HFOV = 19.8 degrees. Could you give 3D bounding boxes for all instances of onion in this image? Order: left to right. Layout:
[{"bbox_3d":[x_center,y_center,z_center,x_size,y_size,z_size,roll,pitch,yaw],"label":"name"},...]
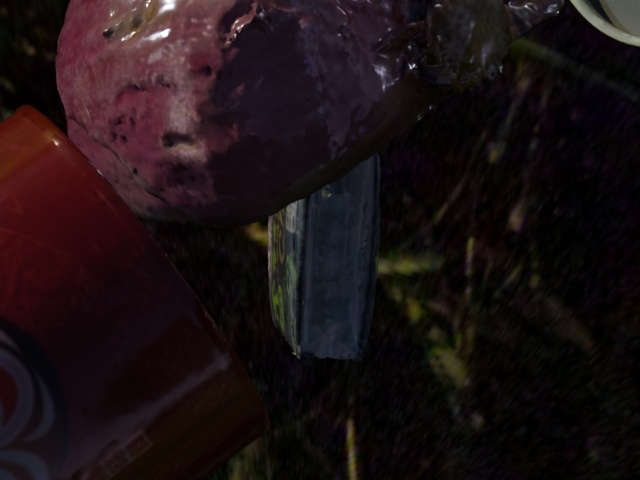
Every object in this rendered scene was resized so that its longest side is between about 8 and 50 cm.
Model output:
[{"bbox_3d":[-0.062,-0.131,1.041,0.267,0.348,0.159,-43,115,-40],"label":"onion"}]

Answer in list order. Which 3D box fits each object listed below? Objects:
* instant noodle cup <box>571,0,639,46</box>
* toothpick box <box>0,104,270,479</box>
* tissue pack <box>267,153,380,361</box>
[{"bbox_3d":[0.364,-0.293,1.682,0.221,0.311,0.311,-10,73,-46],"label":"instant noodle cup"},{"bbox_3d":[-0.214,0.113,0.861,0.333,0.204,0.204,-37,80,-11],"label":"toothpick box"},{"bbox_3d":[0.000,0.000,1.522,0.073,0.235,0.173,2,95,-6],"label":"tissue pack"}]
